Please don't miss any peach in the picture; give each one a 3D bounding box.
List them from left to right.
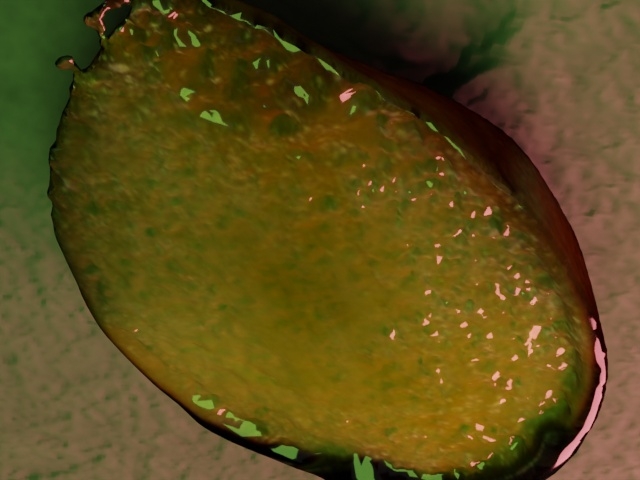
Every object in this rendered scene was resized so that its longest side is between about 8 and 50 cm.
[{"bbox_3d":[0.001,-0.002,0.530,0.189,0.068,0.279,-7,135,19],"label":"peach"}]
